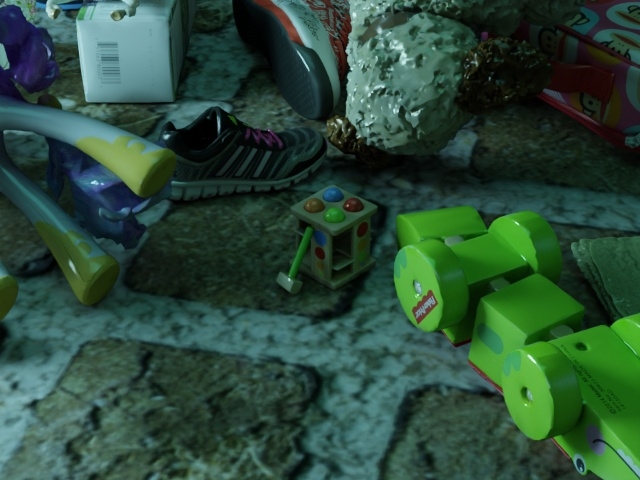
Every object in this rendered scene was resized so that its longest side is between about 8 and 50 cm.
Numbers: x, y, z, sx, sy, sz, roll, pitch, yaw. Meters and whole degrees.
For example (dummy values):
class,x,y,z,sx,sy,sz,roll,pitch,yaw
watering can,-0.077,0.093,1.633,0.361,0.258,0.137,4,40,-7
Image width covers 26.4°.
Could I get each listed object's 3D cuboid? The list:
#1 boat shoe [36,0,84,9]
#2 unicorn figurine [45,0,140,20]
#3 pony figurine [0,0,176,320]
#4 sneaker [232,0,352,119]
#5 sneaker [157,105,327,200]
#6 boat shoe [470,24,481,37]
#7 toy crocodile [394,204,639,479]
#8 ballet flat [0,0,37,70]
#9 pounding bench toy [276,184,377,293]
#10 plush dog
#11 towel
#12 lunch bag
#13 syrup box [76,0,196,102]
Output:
class,x,y,z,sx,sy,sz,roll,pitch,yaw
boat shoe,-0.217,-0.326,1.589,0.258,0.089,0.109,-13,35,-20
unicorn figurine,-0.229,-0.259,1.351,0.162,0.060,0.111,19,34,0
pony figurine,-0.302,-0.095,1.108,0.363,0.302,0.351,33,51,18
sneaker,0.011,-0.217,1.423,0.145,0.090,0.270,-12,32,-15
sneaker,-0.073,-0.086,1.232,0.170,0.074,0.063,-11,34,-17
boat shoe,0.150,-0.259,1.484,0.096,0.088,0.267,0,18,38
toy crocodile,0.153,0.074,0.978,0.115,0.105,0.340,-17,41,-26
ballet flat,-0.368,-0.180,1.389,0.077,0.091,0.241,46,52,9
pounding bench toy,0.000,0.000,1.108,0.052,0.065,0.083,27,42,35
plush dog,0.094,-0.181,1.241,0.262,0.211,0.225,-25,49,39
towel,0.270,0.039,1.087,0.110,0.027,0.148,-4,32,-8
lunch bag,0.300,-0.198,1.370,0.258,0.120,0.293,-20,38,-27
syrup box,-0.191,-0.240,1.453,0.096,0.093,0.237,0,33,0
